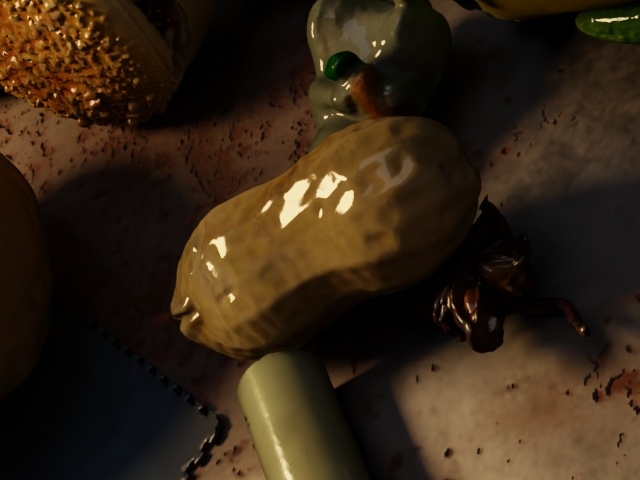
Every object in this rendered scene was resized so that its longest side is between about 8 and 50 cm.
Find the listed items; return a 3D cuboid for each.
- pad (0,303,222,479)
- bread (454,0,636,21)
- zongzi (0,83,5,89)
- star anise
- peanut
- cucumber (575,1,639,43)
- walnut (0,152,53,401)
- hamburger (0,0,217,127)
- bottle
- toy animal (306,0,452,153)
[{"bbox_3d":[-0.224,0.203,1.581,0.270,0.012,0.269,-53,41,-3],"label":"pad"},{"bbox_3d":[0.212,-0.283,1.358,0.376,0.208,0.251,-8,60,52],"label":"bread"},{"bbox_3d":[-0.448,-0.288,2.064,0.467,0.218,0.500,-7,40,3],"label":"zongzi"},{"bbox_3d":[0.130,0.038,1.337,0.097,0.070,0.190,-49,22,-2],"label":"star anise"},{"bbox_3d":[0.000,0.000,1.401,0.290,0.130,0.130,-29,45,34],"label":"peanut"},{"bbox_3d":[0.252,-0.163,1.405,0.168,0.039,0.039,-2,60,43],"label":"cucumber"},{"bbox_3d":[-0.403,0.042,1.622,0.381,0.381,0.381,-23,48,28],"label":"walnut"},{"bbox_3d":[-0.235,-0.222,1.693,0.302,0.302,0.170,6,51,44],"label":"hamburger"},{"bbox_3d":[-0.002,0.170,1.362,0.072,0.072,0.201,-38,42,14],"label":"bottle"},{"bbox_3d":[0.041,-0.084,1.501,0.108,0.138,0.236,2,88,33],"label":"toy animal"}]
